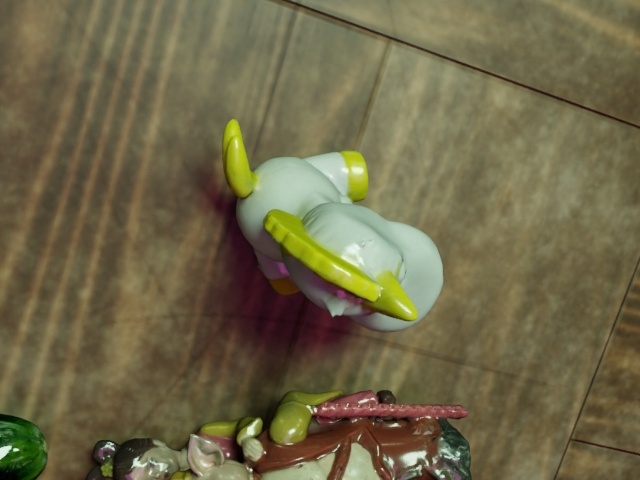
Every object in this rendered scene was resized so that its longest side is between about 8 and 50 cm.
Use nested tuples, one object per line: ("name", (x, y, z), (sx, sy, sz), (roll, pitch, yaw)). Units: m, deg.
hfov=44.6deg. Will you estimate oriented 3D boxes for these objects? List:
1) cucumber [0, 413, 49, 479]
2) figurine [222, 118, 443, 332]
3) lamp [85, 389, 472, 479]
("cucumber", (-0.293, 0.154, 0.484), (0.241, 0.074, 0.074), (-13, 105, -12))
("figurine", (0.006, 0.004, 0.467), (0.109, 0.178, 0.129), (-51, 135, 7))
("lamp", (-0.026, 0.159, 0.524), (0.253, 0.118, 0.118), (4, 102, -15))
